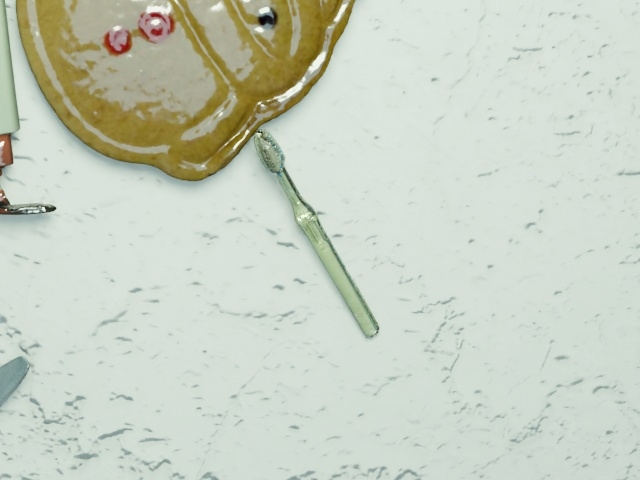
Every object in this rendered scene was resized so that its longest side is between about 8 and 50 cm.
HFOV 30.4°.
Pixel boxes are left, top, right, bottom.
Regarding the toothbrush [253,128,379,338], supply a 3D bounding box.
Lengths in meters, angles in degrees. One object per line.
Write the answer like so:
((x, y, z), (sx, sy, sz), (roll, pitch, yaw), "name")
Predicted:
((-0.001, -0.002, 1.313), (0.026, 0.028, 0.294), (-31, 120, -3), "toothbrush")

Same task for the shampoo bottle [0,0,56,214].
((-0.362, -0.151, 1.209), (0.153, 0.071, 0.284), (-18, 107, -10), "shampoo bottle")

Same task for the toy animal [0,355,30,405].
((-0.451, 0.140, 1.250), (0.239, 0.176, 0.255), (31, 60, -19), "toy animal")

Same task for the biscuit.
((-0.128, -0.258, 1.238), (0.381, 0.074, 0.359), (-25, 108, -2), "biscuit")
